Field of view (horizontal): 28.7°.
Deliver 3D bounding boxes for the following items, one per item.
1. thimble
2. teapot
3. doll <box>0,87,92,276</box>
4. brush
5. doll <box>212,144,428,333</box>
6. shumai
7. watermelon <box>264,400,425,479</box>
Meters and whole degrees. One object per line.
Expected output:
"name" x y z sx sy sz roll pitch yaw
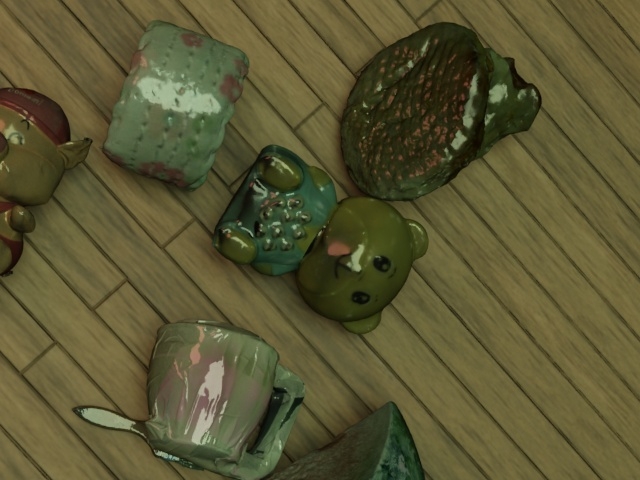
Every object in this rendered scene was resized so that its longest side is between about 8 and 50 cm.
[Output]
"thimble" -0.191 -0.169 1.639 0.149 0.185 0.211 20 113 -9
"teapot" -0.138 0.213 1.618 0.163 0.221 0.178 5 68 22
"doll" -0.419 -0.081 1.581 0.196 0.152 0.256 29 73 -22
"brush" -0.232 0.249 1.653 0.196 0.021 0.070 17 78 -11
"doll" 0.000 0.000 1.669 0.260 0.161 0.177 30 97 -7
"shumai" 0.171 -0.154 1.748 0.272 0.203 0.222 -38 55 16
"watermelon" 0.007 0.362 1.611 0.258 0.387 0.228 -4 112 25
